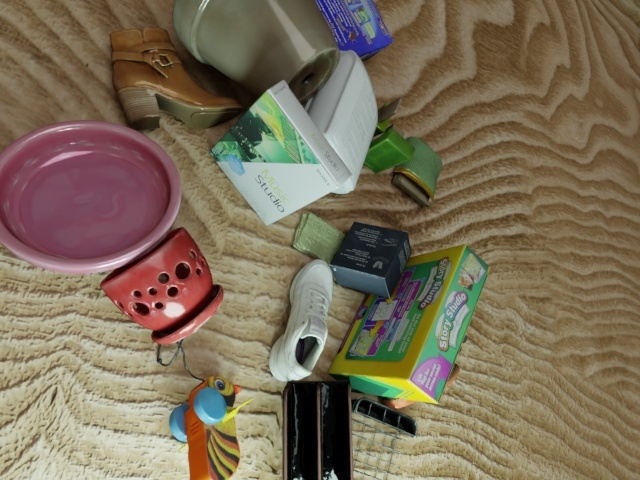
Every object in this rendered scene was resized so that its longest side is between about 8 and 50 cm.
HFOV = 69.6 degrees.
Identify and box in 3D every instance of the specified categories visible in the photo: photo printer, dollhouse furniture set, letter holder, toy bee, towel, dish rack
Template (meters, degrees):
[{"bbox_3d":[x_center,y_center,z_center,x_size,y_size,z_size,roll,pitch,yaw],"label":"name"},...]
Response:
[{"bbox_3d":[0.059,-0.318,1.215,0.256,0.107,0.307,56,49,-54],"label":"photo printer"},{"bbox_3d":[0.287,-0.261,1.378,0.301,0.151,0.198,34,64,-22],"label":"dollhouse furniture set"},{"bbox_3d":[-0.003,0.461,0.971,0.152,0.214,0.302,-1,78,1],"label":"letter holder"},{"bbox_3d":[-0.210,0.337,0.932,0.162,0.195,0.298,24,54,-52],"label":"toy bee"},{"bbox_3d":[0.000,0.000,1.215,0.148,0.027,0.110,29,65,-23],"label":"towel"},{"bbox_3d":[0.118,0.547,1.139,0.208,0.074,0.271,30,65,-22],"label":"dish rack"}]

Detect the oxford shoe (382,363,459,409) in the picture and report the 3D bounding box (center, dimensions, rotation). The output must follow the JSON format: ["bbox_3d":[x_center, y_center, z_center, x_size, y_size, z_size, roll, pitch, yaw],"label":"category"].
[{"bbox_3d":[0.276,0.370,1.267,0.271,0.097,0.098,-13,81,-33],"label":"oxford shoe"}]

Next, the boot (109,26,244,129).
[{"bbox_3d":[-0.329,-0.372,1.061,0.283,0.109,0.220,-13,82,-26],"label":"boot"}]

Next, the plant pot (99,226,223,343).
[{"bbox_3d":[-0.302,0.093,0.916,0.191,0.191,0.174,-45,112,-31],"label":"plant pot"}]

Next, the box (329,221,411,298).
[{"bbox_3d":[0.133,0.047,1.196,0.158,0.156,0.093,-58,145,-30],"label":"box"}]

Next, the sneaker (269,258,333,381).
[{"bbox_3d":[-0.016,0.185,1.090,0.114,0.152,0.305,26,65,-22],"label":"sneaker"}]

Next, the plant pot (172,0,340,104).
[{"bbox_3d":[-0.113,-0.460,1.032,0.323,0.323,0.280,-38,84,-32],"label":"plant pot"}]

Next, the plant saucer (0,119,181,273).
[{"bbox_3d":[-0.437,-0.079,0.875,0.332,0.084,0.332,8,58,-13],"label":"plant saucer"}]

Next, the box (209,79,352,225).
[{"bbox_3d":[-0.102,-0.172,1.014,0.232,0.322,0.058,52,55,-11],"label":"box"}]

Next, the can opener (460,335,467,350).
[{"bbox_3d":[0.302,0.287,1.310,0.283,0.095,0.076,3,117,-43],"label":"can opener"}]

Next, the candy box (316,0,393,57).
[{"bbox_3d":[0.017,-0.620,1.309,0.317,0.122,0.268,-35,100,-34],"label":"candy box"}]

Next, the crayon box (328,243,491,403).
[{"bbox_3d":[0.213,0.200,1.131,0.106,0.313,0.363,41,61,-18],"label":"crayon box"}]
